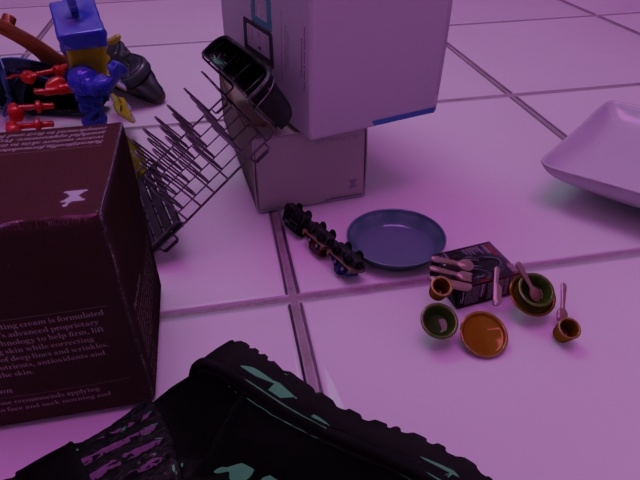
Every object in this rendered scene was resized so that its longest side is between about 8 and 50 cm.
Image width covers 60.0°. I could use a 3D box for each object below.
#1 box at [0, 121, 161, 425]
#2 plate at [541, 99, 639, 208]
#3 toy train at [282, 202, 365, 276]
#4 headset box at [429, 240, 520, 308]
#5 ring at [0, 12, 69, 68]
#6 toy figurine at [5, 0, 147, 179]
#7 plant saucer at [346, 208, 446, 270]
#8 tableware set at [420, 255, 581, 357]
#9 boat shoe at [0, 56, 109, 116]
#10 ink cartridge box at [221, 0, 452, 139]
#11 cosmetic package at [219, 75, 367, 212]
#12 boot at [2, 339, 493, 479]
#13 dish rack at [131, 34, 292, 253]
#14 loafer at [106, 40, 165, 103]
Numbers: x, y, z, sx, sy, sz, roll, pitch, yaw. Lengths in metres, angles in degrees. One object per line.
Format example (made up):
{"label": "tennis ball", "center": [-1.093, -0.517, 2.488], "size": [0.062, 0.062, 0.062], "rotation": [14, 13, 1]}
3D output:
{"label": "box", "center": [-0.242, 0.028, 0.487], "size": [0.168, 0.203, 0.167], "rotation": [-6, 36, -8]}
{"label": "plate", "center": [0.477, -0.099, 0.742], "size": [0.277, 0.045, 0.278], "rotation": [27, 44, 32]}
{"label": "toy train", "center": [0.000, 0.000, 0.662], "size": [0.027, 0.036, 0.158], "rotation": [0, 27, -39]}
{"label": "headset box", "center": [0.173, 0.036, 0.612], "size": [0.083, 0.032, 0.062], "rotation": [-13, 38, -13]}
{"label": "ring", "center": [-0.623, -0.376, 1.013], "size": [0.336, 0.032, 0.336], "rotation": [15, -6, 2]}
{"label": "toy figurine", "center": [-0.372, -0.252, 0.809], "size": [0.191, 0.217, 0.363], "rotation": [-9, 48, -22]}
{"label": "plant saucer", "center": [0.091, 0.002, 0.670], "size": [0.119, 0.021, 0.119], "rotation": [-1, 36, 1]}
{"label": "tableware set", "center": [0.177, 0.067, 0.548], "size": [0.154, 0.024, 0.104], "rotation": [13, 61, 1]}
{"label": "boat shoe", "center": [-0.522, -0.277, 1.001], "size": [0.258, 0.109, 0.089], "rotation": [0, 39, 4]}
{"label": "ink cartridge box", "center": [0.007, -0.290, 0.737], "size": [0.198, 0.197, 0.270], "rotation": [-17, 39, -24]}
{"label": "cosmetic package", "center": [-0.054, -0.178, 0.846], "size": [0.160, 0.113, 0.309], "rotation": [-10, 36, -14]}
{"label": "boot", "center": [-0.055, 0.205, 0.293], "size": [0.347, 0.131, 0.260], "rotation": [17, 32, 40]}
{"label": "dish rack", "center": [-0.166, -0.116, 0.690], "size": [0.271, 0.074, 0.208], "rotation": [-44, 38, 4]}
{"label": "loafer", "center": [-0.394, -0.332, 1.115], "size": [0.096, 0.084, 0.267], "rotation": [-47, 45, -6]}
